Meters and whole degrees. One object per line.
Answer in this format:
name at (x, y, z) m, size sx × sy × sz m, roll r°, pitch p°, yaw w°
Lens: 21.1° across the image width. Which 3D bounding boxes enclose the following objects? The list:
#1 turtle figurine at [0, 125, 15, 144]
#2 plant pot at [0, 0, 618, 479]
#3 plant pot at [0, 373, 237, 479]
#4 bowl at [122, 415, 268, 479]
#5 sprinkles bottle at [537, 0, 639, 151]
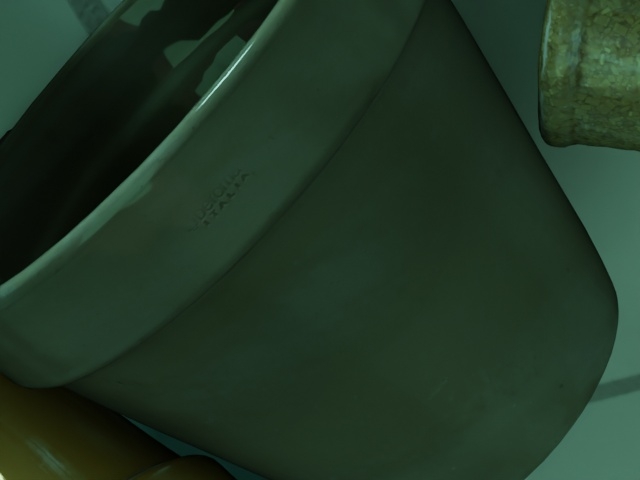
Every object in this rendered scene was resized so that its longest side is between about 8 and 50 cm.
turtle figurine at (-0.228, -0.003, 1.093) m, size 0.234 × 0.118 × 0.175 m, roll -27°, pitch 127°, yaw 14°
plant pot at (0.000, 0.000, 0.910) m, size 0.280 × 0.323 × 0.323 m, roll 41°, pitch 125°, yaw -19°
plant pot at (-0.158, 0.161, 0.940) m, size 0.188 × 0.205 × 0.205 m, roll 44°, pitch 128°, yaw 17°
bowl at (-0.061, 0.186, 1.138) m, size 0.311 × 0.163 × 0.312 m, roll 8°, pitch 125°, yaw 12°
sprinkles bottle at (0.293, -0.083, 0.874) m, size 0.355 × 0.121 × 0.121 m, roll 8°, pitch 125°, yaw 12°
